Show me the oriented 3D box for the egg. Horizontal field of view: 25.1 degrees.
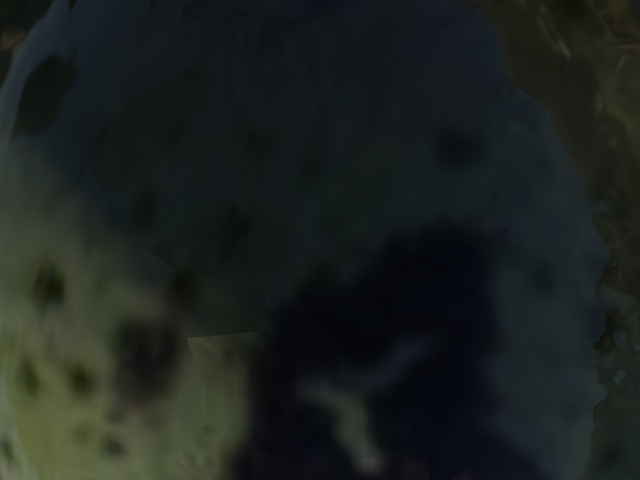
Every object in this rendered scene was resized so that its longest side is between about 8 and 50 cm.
[{"bbox_3d":[0.010,0.026,0.472,0.287,0.288,0.379,42,132,20],"label":"egg"}]
